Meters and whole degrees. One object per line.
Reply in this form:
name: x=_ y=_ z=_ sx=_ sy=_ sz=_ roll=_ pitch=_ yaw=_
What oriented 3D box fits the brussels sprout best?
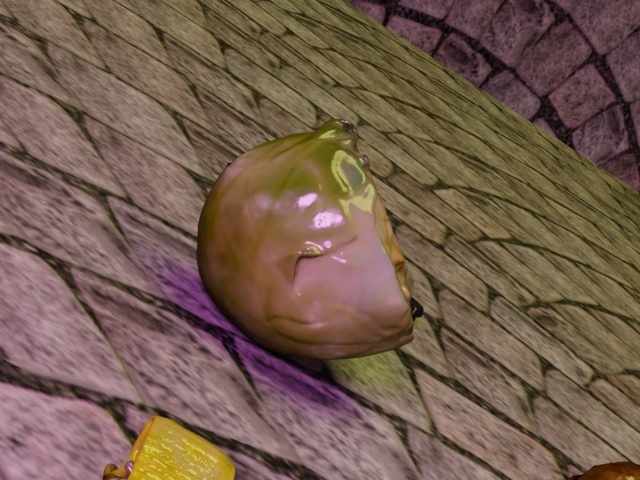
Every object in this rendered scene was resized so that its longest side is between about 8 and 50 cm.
brussels sprout: x=-0.013 y=0.011 z=1.033 sx=0.149 sy=0.122 sz=0.151 roll=-103 pitch=173 yaw=-61

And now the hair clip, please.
hair clip: x=-0.062 y=0.126 z=0.654 sx=0.072 sy=0.046 sz=0.173 roll=31 pitch=15 yaw=-7

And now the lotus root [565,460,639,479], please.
lotus root: x=0.194 y=0.205 z=0.943 sx=0.108 sy=0.094 sz=0.190 roll=-19 pitch=52 yaw=-32

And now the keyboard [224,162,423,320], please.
keyboard: x=0.000 y=0.000 z=1.325 sx=0.195 sy=0.018 sz=0.060 roll=43 pitch=22 yaw=29
